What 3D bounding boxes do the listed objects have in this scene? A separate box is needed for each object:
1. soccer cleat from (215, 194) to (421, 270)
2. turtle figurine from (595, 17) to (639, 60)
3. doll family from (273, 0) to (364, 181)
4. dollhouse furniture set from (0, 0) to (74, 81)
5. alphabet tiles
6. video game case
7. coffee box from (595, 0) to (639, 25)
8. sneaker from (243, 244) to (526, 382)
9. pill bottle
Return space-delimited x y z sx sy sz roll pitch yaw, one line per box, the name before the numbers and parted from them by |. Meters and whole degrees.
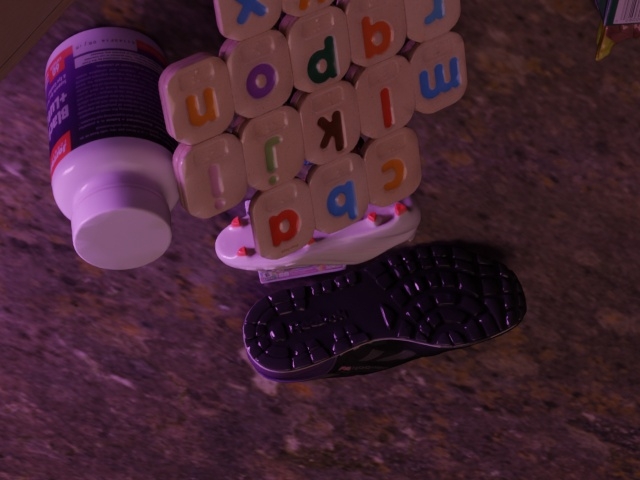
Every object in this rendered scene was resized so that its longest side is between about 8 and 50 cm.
soccer cleat | 0.000 0.000 1.811 0.196 0.068 0.076 -13 145 -1
turtle figurine | 0.342 -0.162 1.596 0.217 0.269 0.087 12 122 3
doll family | -0.006 -0.125 1.669 0.111 0.076 0.193 -4 147 -15
dollhouse furniture set | -0.357 -0.219 1.429 0.303 0.198 0.286 4 139 50
alphabet tiles | -0.001 -0.129 1.575 0.284 0.021 0.278 -26 127 -24
video game case | -0.023 -0.004 1.861 0.087 0.011 0.122 -9 142 0
coffee box | 0.310 -0.230 1.570 0.184 0.113 0.040 -6 141 -8
sneaker | 0.064 0.081 1.942 0.283 0.107 0.124 -9 161 -1
pill bottle | -0.171 -0.074 1.591 0.108 0.193 0.108 -6 141 -5
